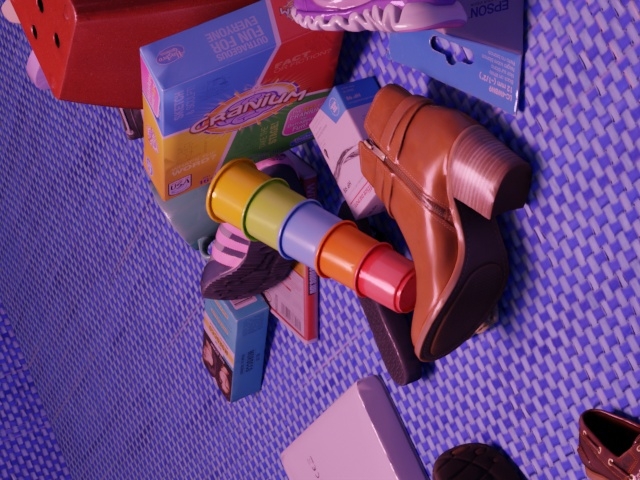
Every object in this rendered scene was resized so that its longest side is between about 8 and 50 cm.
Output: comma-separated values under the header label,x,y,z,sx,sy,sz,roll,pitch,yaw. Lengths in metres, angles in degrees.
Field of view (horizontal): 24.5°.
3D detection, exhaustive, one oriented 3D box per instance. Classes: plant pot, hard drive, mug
label,x,y,z,sx,sy,sz,roll,pitch,yaw
plant pot,-0.240,-0.316,1.824,0.267,0.236,0.267,62,151,20
hard drive,0.054,0.360,2.147,0.233,0.047,0.353,65,153,15
mug,-0.178,-0.053,2.265,0.157,0.097,0.129,55,-174,-9

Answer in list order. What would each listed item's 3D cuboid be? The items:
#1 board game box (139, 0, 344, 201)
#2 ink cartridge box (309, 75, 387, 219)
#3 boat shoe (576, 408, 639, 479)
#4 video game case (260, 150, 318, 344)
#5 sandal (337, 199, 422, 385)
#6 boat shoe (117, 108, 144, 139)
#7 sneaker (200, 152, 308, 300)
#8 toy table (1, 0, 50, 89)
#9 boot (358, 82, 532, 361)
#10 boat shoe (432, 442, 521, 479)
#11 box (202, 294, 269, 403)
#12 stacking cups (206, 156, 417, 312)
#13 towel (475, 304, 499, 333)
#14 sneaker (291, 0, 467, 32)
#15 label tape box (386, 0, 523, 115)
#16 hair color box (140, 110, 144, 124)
label,x,y,z,sx,sy,sz,roll,pitch,yaw
board game box,-0.101,-0.181,1.827,0.064,0.242,0.316,62,166,17
ink cartridge box,0.062,-0.099,1.836,0.180,0.060,0.104,64,152,16
boat shoe,0.332,0.228,1.506,0.207,0.073,0.073,17,123,58
video game case,-0.064,-0.013,2.171,0.204,0.025,0.285,40,140,47
sandal,0.082,0.062,1.918,0.254,0.054,0.097,71,163,-7
boat shoe,-0.323,-0.287,2.305,0.113,0.105,0.306,-99,-10,-46
sneaker,-0.096,-0.017,2.107,0.319,0.112,0.131,133,132,-55
toy table,-0.423,-0.392,2.406,0.274,0.252,0.161,-40,81,29
boot,0.111,-0.024,1.693,0.220,0.109,0.283,37,128,37
boat shoe,0.237,0.390,1.755,0.120,0.123,0.324,93,155,-45
box,-0.138,0.149,2.336,0.100,0.060,0.244,53,154,29
stacking cups,0.000,0.000,1.853,0.316,0.096,0.096,30,134,30
towel,0.164,0.043,1.767,0.148,0.027,0.110,67,154,8
sneaker,0.056,-0.263,1.485,0.236,0.095,0.104,10,109,53
label tape box,0.101,-0.318,1.574,0.249,0.115,0.347,35,134,50
hair color box,-0.204,-0.303,2.137,0.185,0.114,0.374,-17,87,64
